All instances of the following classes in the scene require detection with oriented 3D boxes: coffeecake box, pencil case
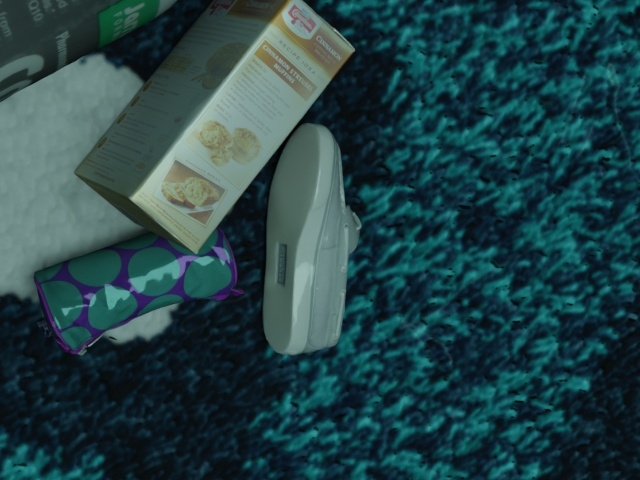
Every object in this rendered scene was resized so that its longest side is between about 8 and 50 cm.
[{"bbox_3d":[-0.080,-0.093,1.288,0.068,0.142,0.185,41,82,-24],"label":"coffeecake box"},{"bbox_3d":[-0.138,0.033,1.327,0.152,0.064,0.070,-21,90,-18],"label":"pencil case"}]

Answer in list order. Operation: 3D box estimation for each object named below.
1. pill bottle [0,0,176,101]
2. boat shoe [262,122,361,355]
[{"bbox_3d":[-0.218,-0.206,1.178,0.361,0.204,0.204,-31,109,-15],"label":"pill bottle"},{"bbox_3d":[0.000,0.000,1.383,0.063,0.066,0.184,-1,98,-34],"label":"boat shoe"}]
